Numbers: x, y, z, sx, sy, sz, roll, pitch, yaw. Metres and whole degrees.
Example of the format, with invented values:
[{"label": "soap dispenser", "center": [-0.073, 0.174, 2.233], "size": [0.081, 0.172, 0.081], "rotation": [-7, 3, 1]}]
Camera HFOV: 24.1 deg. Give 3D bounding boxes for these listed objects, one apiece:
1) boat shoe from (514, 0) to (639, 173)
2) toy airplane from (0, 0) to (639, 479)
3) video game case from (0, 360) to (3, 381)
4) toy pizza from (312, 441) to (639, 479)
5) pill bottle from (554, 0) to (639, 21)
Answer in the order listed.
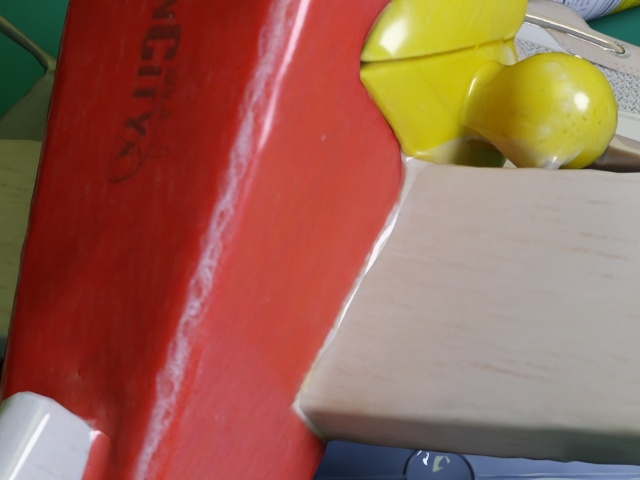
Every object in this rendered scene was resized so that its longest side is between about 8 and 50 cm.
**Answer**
[{"label": "boat shoe", "center": [0.087, -0.061, 0.692], "size": [0.302, 0.109, 0.098], "rotation": [17, 45, -3]}, {"label": "toy airplane", "center": [0.000, 0.000, 0.476], "size": [0.272, 0.384, 0.386], "rotation": [21, 32, -53]}, {"label": "video game case", "center": [-0.058, 0.121, 0.571], "size": [0.212, 0.023, 0.193], "rotation": [16, 51, 5]}, {"label": "toy pizza", "center": [0.044, 0.097, 0.568], "size": [0.201, 0.032, 0.201], "rotation": [2, 52, -3]}, {"label": "pill bottle", "center": [0.117, -0.168, 0.772], "size": [0.215, 0.117, 0.117], "rotation": [-18, 56, -23]}]
